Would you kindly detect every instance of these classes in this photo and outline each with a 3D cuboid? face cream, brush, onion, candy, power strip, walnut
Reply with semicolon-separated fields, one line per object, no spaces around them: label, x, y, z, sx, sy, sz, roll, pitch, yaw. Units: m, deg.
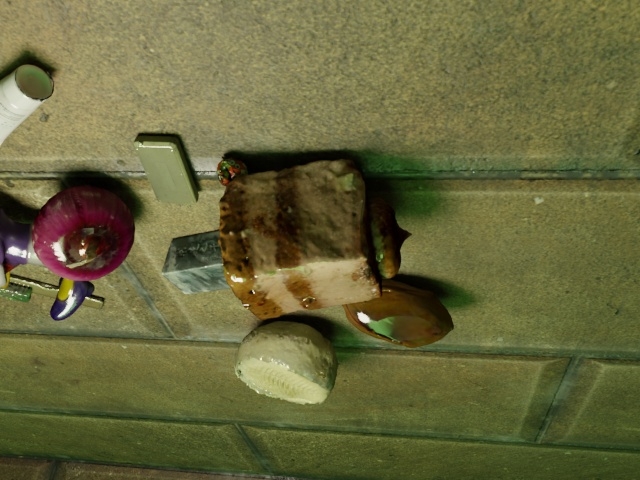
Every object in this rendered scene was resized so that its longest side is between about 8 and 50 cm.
face cream;-0.493;-0.201;1.009;0.244;0.058;0.092;-16;145;41
brush;-0.654;0.125;1.536;0.283;0.048;0.054;16;149;-15
onion;-0.419;-0.012;1.172;0.154;0.177;0.177;13;153;33
candy;-0.130;-0.083;1.132;0.056;0.049;0.184;29;164;25
power strip;-0.257;-0.113;1.113;0.076;0.028;0.168;3;144;7
walnut;0.152;0.148;1.339;0.246;0.137;0.137;9;146;-1

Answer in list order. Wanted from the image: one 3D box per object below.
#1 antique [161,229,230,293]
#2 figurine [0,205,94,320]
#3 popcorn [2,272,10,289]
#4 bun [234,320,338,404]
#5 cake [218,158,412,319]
antique;-0.216;0.042;1.285;0.183;0.088;0.086;-10;142;24
figurine;-0.581;-0.011;1.218;0.193;0.154;0.421;-37;133;22
popcorn;-0.720;0.054;1.383;0.145;0.126;0.126;-39;153;28
bun;-0.076;0.276;1.553;0.260;0.152;0.259;16;149;10
cake;0.000;0.000;1.063;0.293;0.196;0.198;-8;150;8
